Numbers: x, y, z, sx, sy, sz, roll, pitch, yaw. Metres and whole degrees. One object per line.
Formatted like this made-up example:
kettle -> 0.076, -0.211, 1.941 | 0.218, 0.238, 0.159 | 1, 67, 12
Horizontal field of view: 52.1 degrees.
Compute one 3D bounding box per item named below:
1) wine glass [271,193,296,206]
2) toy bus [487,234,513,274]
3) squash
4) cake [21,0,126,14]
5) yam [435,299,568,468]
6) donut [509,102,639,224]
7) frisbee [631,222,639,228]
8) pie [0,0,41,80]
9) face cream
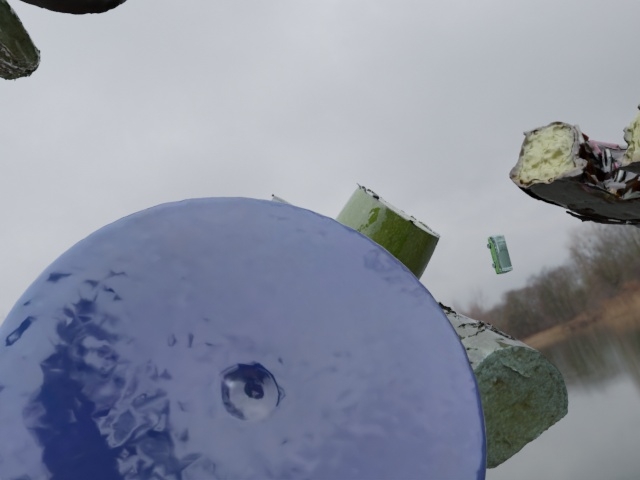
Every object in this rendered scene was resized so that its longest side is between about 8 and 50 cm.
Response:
wine glass -> 0.000, 0.000, 1.242 | 0.074, 0.262, 0.074 | -55, -8, -11
toy bus -> 0.378, 0.028, 1.382 | 0.031, 0.083, 0.037 | -8, -12, -15
squash -> 0.074, 0.054, 1.158 | 0.260, 0.189, 0.189 | -59, -21, 8
cake -> -0.244, -0.349, 0.634 | 0.208, 0.185, 0.178 | -57, 2, -24
yam -> 0.220, 0.207, 1.068 | 0.202, 0.201, 0.271 | -34, 22, -14
donut -> 0.496, -0.119, 1.011 | 0.259, 0.136, 0.345 | 18, -13, -19
frisbee -> 0.840, -0.103, 1.461 | 0.289, 0.049, 0.289 | -15, -32, -9
pie -> -0.417, -0.261, 0.776 | 0.041, 0.187, 0.187 | -61, 6, -25
face cream -> -0.057, 0.135, 0.398 | 0.249, 0.249, 0.225 | -15, -30, -26
